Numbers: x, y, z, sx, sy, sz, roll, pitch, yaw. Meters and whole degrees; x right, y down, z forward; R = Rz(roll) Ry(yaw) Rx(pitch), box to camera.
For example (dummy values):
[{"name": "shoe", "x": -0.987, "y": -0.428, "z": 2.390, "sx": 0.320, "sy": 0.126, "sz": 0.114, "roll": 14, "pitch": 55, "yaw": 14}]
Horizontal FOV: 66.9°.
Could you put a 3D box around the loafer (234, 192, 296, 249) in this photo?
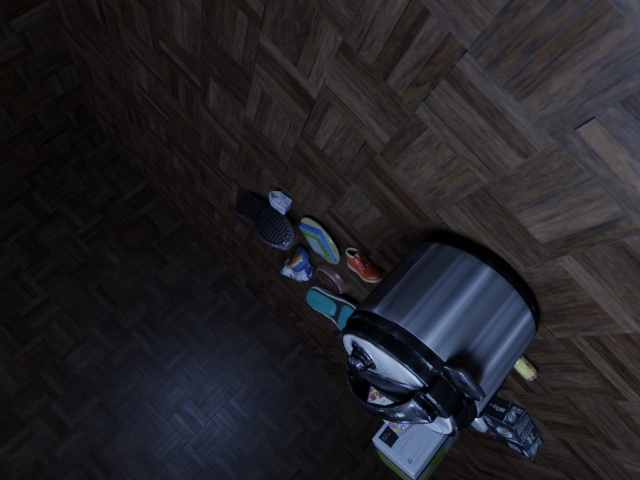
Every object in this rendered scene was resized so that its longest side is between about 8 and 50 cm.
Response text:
[{"name": "loafer", "x": -0.196, "y": -0.075, "z": 1.913, "sx": 0.130, "sy": 0.134, "sz": 0.366, "roll": 34, "pitch": -174, "yaw": -48}]

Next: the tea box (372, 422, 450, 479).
[{"name": "tea box", "x": 0.425, "y": 0.848, "z": 2.094, "sx": 0.220, "sy": 0.329, "sz": 0.323, "roll": 32, "pitch": 157, "yaw": 33}]

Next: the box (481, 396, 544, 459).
[{"name": "box", "x": 0.628, "y": 0.614, "z": 1.602, "sx": 0.147, "sy": 0.077, "sz": 0.180, "roll": 12, "pitch": 140, "yaw": 57}]

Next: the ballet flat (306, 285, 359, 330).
[{"name": "ballet flat", "x": 0.106, "y": 0.296, "z": 1.992, "sx": 0.400, "sy": 0.139, "sz": 0.139, "roll": 32, "pitch": 156, "yaw": 43}]

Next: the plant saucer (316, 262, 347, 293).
[{"name": "plant saucer", "x": 0.041, "y": 0.162, "z": 1.996, "sx": 0.168, "sy": 0.029, "sz": 0.168, "roll": 40, "pitch": 160, "yaw": 17}]

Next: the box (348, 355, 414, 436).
[{"name": "box", "x": 0.265, "y": 0.548, "z": 1.902, "sx": 0.279, "sy": 0.177, "sz": 0.290, "roll": 48, "pitch": -173, "yaw": -5}]

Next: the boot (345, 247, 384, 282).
[{"name": "boot", "x": 0.141, "y": 0.080, "z": 1.594, "sx": 0.158, "sy": 0.059, "sz": 0.085, "roll": 31, "pitch": 151, "yaw": 39}]

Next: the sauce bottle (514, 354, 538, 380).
[{"name": "sauce bottle", "x": 0.524, "y": 0.316, "z": 1.291, "sx": 0.128, "sy": 0.042, "sz": 0.042, "roll": 46, "pitch": 160, "yaw": -2}]

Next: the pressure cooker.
[{"name": "pressure cooker", "x": 0.249, "y": 0.243, "z": 1.148, "sx": 0.375, "sy": 0.420, "sz": 0.370, "roll": 35, "pitch": 157, "yaw": 28}]

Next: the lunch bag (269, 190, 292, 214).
[{"name": "lunch bag", "x": -0.149, "y": -0.144, "z": 1.754, "sx": 0.083, "sy": 0.053, "sz": 0.071, "roll": 35, "pitch": 162, "yaw": 3}]

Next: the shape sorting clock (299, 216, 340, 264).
[{"name": "shape sorting clock", "x": 0.000, "y": 0.000, "z": 1.744, "sx": 0.206, "sy": 0.040, "sz": 0.206, "roll": 44, "pitch": 163, "yaw": 17}]

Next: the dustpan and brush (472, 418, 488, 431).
[{"name": "dustpan and brush", "x": 0.598, "y": 0.655, "z": 1.794, "sx": 0.147, "sy": 0.060, "sz": 0.211, "roll": 45, "pitch": 167, "yaw": 1}]

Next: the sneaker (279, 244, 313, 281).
[{"name": "sneaker", "x": -0.076, "y": 0.104, "z": 2.048, "sx": 0.131, "sy": 0.112, "sz": 0.296, "roll": 30, "pitch": 163, "yaw": -7}]
